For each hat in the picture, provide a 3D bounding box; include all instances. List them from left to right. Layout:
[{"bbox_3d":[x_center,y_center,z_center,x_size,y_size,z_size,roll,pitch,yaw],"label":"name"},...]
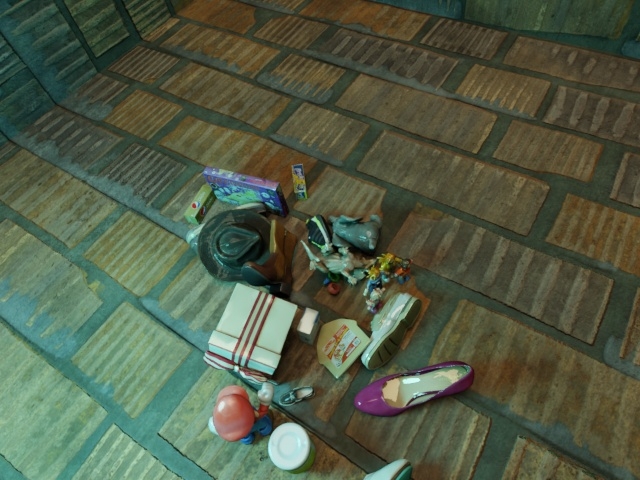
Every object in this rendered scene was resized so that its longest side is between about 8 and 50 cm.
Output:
[{"bbox_3d":[-0.317,0.006,1.629,0.330,0.134,0.332,2,76,-10],"label":"hat"}]

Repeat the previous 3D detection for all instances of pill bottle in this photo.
[{"bbox_3d":[-0.077,0.616,1.227,0.119,0.209,0.119,-3,56,5],"label":"pill bottle"}]

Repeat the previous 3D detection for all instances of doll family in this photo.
[{"bbox_3d":[0.225,0.135,1.529,0.118,0.163,0.263,37,68,26],"label":"doll family"}]

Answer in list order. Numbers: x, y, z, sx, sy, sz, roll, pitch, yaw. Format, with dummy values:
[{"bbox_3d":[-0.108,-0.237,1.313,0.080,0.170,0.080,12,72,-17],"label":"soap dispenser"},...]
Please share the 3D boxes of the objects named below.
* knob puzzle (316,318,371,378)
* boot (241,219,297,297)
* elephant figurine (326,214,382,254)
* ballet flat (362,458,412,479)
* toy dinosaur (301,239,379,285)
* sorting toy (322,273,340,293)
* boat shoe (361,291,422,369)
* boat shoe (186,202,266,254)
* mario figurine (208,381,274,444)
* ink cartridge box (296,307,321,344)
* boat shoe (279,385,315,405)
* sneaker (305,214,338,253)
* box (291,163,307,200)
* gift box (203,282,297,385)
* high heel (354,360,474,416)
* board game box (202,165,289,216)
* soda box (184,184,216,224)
[{"bbox_3d":[0.066,0.359,1.462,0.213,0.030,0.213,-20,49,25],"label":"knob puzzle"},{"bbox_3d":[-0.181,0.045,1.582,0.096,0.264,0.281,-15,57,37],"label":"boot"},{"bbox_3d":[0.115,-0.036,1.658,0.239,0.186,0.170,15,66,10],"label":"elephant figurine"},{"bbox_3d":[0.110,0.772,1.163,0.139,0.139,0.400,27,65,22],"label":"ballet flat"},{"bbox_3d":[0.062,0.088,1.564,0.295,0.200,0.127,15,82,9],"label":"toy dinosaur"},{"bbox_3d":[0.040,0.166,1.609,0.061,0.042,0.102,22,44,-21],"label":"sorting toy"},{"bbox_3d":[0.232,0.310,1.459,0.103,0.113,0.302,23,63,44],"label":"boat shoe"},{"bbox_3d":[-0.380,-0.040,1.762,0.355,0.132,0.130,-27,80,-8],"label":"boat shoe"},{"bbox_3d":[-0.235,0.505,1.253,0.170,0.321,0.198,25,63,21],"label":"mario figurine"},{"bbox_3d":[-0.039,0.306,1.478,0.052,0.123,0.089,17,61,13],"label":"ink cartridge box"},{"bbox_3d":[-0.080,0.517,1.395,0.125,0.038,0.046,-12,56,-1],"label":"boat shoe"},{"bbox_3d":[0.000,0.000,1.712,0.097,0.084,0.235,-29,53,12],"label":"sneaker"},{"bbox_3d":[-0.096,-0.267,1.895,0.054,0.059,0.169,-8,57,-1],"label":"box"},{"bbox_3d":[-0.225,0.341,1.411,0.254,0.276,0.258,18,57,3],"label":"gift box"},{"bbox_3d":[0.285,0.450,1.305,0.376,0.181,0.127,-15,56,-3],"label":"high heel"},{"bbox_3d":[-0.317,-0.209,1.799,0.346,0.208,0.056,15,60,17],"label":"board game box"},{"bbox_3d":[-0.537,-0.162,1.883,0.058,0.061,0.182,13,60,16],"label":"soda box"}]
